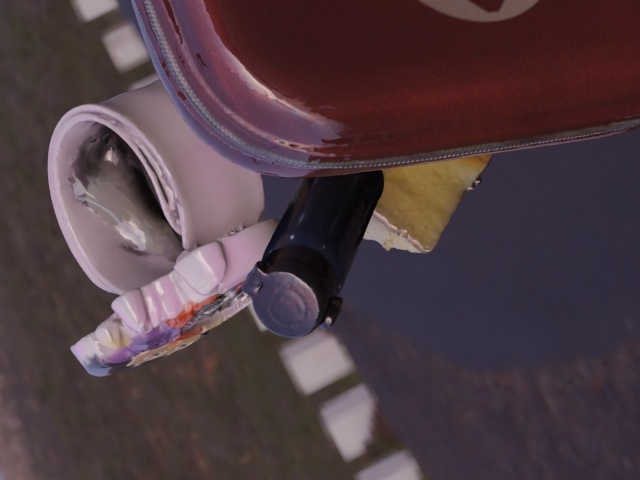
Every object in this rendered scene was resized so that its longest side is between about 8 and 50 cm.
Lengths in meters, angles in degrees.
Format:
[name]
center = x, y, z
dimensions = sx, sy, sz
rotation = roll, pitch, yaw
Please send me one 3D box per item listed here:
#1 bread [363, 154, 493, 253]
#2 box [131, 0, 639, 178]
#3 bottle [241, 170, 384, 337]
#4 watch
[bread]
center = 0.074, -0.135, 1.671
dimensions = 0.135, 0.240, 0.178
rotation = 17, 156, 44
[box]
center = 0.072, -0.171, 1.174
dimensions = 0.263, 0.404, 0.108
rotation = 69, 152, 21
[bottle]
center = 0.000, 0.000, 1.515
dimensions = 0.082, 0.072, 0.244
rotation = 33, -150, -4
[watch]
center = -0.170, -0.015, 1.663
dimensions = 0.231, 0.196, 0.244
rotation = 57, 140, 8
